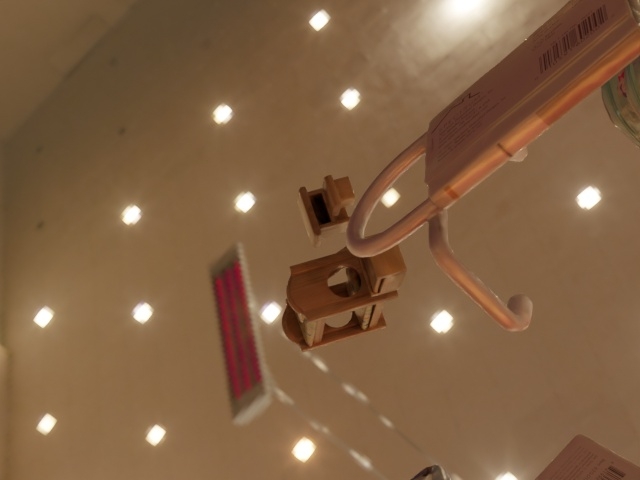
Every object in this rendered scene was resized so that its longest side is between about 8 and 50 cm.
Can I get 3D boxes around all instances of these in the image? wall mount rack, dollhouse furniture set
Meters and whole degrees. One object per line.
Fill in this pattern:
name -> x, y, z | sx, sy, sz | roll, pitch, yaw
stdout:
wall mount rack -> 0.182, -0.095, 1.005 | 0.350, 0.130, 0.304 | -39, -160, 24
dollhouse furniture set -> 0.000, 0.000, 1.377 | 0.101, 0.182, 0.161 | -16, -109, -9

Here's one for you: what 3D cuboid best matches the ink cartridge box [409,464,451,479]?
ink cartridge box -> 0.104, 0.397, 0.989 | 0.270, 0.395, 0.151 | -39, 179, 3

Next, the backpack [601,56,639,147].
backpack -> 0.434, -0.184, 1.620 | 0.191, 0.225, 0.253 | -33, -146, 34

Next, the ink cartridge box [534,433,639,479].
ink cartridge box -> 0.380, 0.397, 1.677 | 0.207, 0.119, 0.353 | -44, -144, -14
